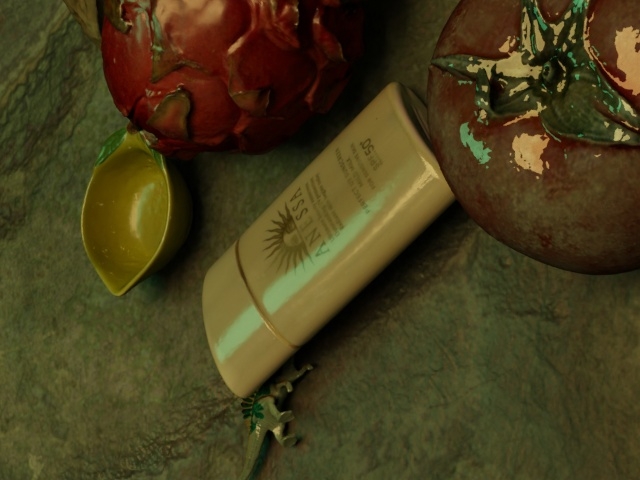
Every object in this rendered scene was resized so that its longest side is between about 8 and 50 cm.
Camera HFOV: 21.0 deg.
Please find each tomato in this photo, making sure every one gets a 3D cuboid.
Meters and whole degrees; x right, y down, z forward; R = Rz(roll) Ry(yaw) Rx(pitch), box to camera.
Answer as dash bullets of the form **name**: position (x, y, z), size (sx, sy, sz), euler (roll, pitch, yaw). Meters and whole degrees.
- **tomato**: position (0.252, -0.126, 1.573), size (0.316, 0.282, 0.317), euler (-7, 78, 34)

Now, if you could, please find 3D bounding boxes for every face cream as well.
- **face cream**: position (0.000, 0.000, 1.851), size (0.348, 0.081, 0.173), euler (-44, 46, 22)

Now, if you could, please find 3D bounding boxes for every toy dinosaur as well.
- **toy dinosaur**: position (-0.062, 0.182, 1.906), size (0.187, 0.044, 0.106), euler (-55, 43, 31)

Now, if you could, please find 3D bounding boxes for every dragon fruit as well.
- **dragon fruit**: position (-0.096, -0.232, 1.846), size (0.342, 0.277, 0.277), euler (-28, 68, 25)

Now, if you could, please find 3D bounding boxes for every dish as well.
- **dish**: position (-0.202, -0.036, 2.006), size (0.148, 0.080, 0.208), euler (8, 90, 39)

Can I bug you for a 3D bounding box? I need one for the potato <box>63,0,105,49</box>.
- **potato**: position (-0.284, -0.355, 2.039), size (0.264, 0.189, 0.211), euler (41, 107, 32)
